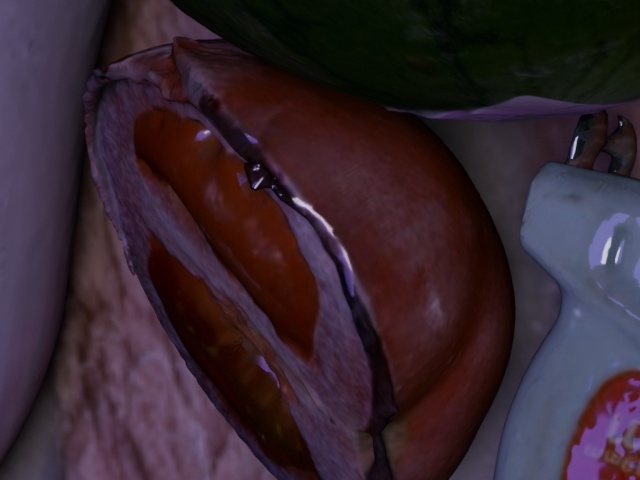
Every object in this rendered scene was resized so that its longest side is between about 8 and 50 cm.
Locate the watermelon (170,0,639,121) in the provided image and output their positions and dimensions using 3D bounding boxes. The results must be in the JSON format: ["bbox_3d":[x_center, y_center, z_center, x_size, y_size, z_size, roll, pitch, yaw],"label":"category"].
[{"bbox_3d":[0.048,-0.218,0.539,0.363,0.363,0.363,1,93,25],"label":"watermelon"}]

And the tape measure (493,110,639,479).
[{"bbox_3d":[0.182,0.095,0.609,0.243,0.125,0.246,16,96,30],"label":"tape measure"}]

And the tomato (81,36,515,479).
[{"bbox_3d":[0.000,0.000,0.678,0.112,0.228,0.199,-34,62,-23],"label":"tomato"}]

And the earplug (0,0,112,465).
[{"bbox_3d":[-0.177,-0.014,0.758,0.172,0.172,0.301,11,103,24],"label":"earplug"}]
